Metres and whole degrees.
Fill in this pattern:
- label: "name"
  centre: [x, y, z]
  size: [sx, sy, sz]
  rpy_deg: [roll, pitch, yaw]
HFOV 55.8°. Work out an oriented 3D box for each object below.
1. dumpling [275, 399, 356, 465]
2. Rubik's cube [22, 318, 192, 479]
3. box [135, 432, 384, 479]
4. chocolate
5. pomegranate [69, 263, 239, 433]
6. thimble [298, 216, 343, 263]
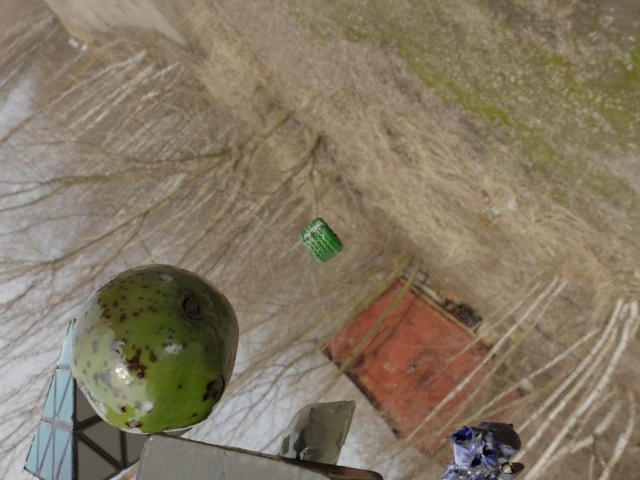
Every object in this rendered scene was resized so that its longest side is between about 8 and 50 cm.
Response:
- label: "dumpling"
  centre: [-0.013, 0.315, 0.881]
  size: [0.092, 0.176, 0.150]
  rpy_deg: [9, 136, 16]
- label: "Rubik's cube"
  centre: [-0.394, 0.322, 1.048]
  size: [0.228, 0.233, 0.228]
  rpy_deg: [25, 146, 17]
- label: "box"
  centre: [-0.078, 0.332, 0.684]
  size: [0.273, 0.184, 0.143]
  rpy_deg: [-2, 160, 32]
- label: "chocolate"
  centre: [0.290, 0.390, 1.079]
  size: [0.148, 0.126, 0.343]
  rpy_deg: [5, 139, 10]
- label: "pomegranate"
  centre: [-0.219, 0.147, 0.764]
  size: [0.214, 0.248, 0.214]
  rpy_deg: [27, -137, -28]
- label: "thimble"
  centre: [0.000, 0.000, 1.636]
  size: [0.118, 0.090, 0.130]
  rpy_deg: [53, -177, 27]
